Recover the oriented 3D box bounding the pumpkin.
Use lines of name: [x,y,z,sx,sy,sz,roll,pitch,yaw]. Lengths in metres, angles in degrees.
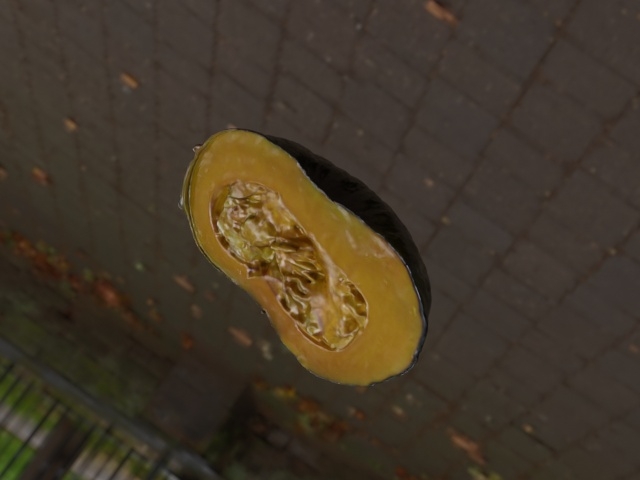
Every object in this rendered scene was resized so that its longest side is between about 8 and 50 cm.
pumpkin: [0.000,0.000,0.383,0.083,0.028,0.050,44,129,7]
